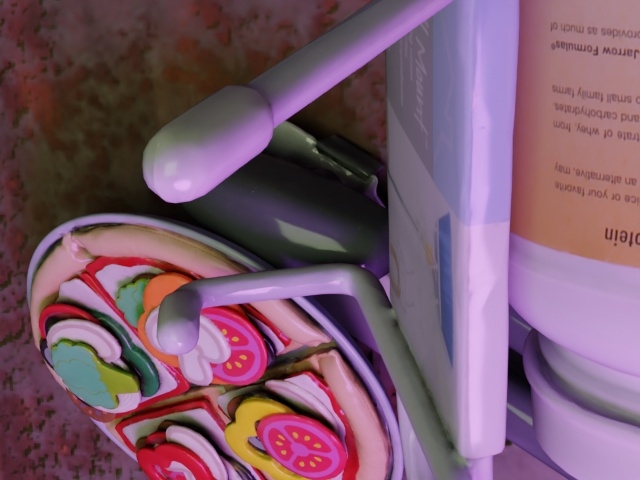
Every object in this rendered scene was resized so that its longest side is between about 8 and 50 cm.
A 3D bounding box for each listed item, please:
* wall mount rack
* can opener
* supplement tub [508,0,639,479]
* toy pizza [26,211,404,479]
[{"bbox_3d":[0.000,0.000,0.590,0.130,0.304,0.350,-7,118,-8],"label":"wall mount rack"},{"bbox_3d":[0.061,0.045,0.800,0.283,0.095,0.076,33,117,16],"label":"can opener"},{"bbox_3d":[0.165,-0.081,0.644,0.228,0.228,0.316,3,108,21],"label":"supplement tub"},{"bbox_3d":[-0.055,0.071,0.846,0.201,0.032,0.201,22,141,19],"label":"toy pizza"}]
